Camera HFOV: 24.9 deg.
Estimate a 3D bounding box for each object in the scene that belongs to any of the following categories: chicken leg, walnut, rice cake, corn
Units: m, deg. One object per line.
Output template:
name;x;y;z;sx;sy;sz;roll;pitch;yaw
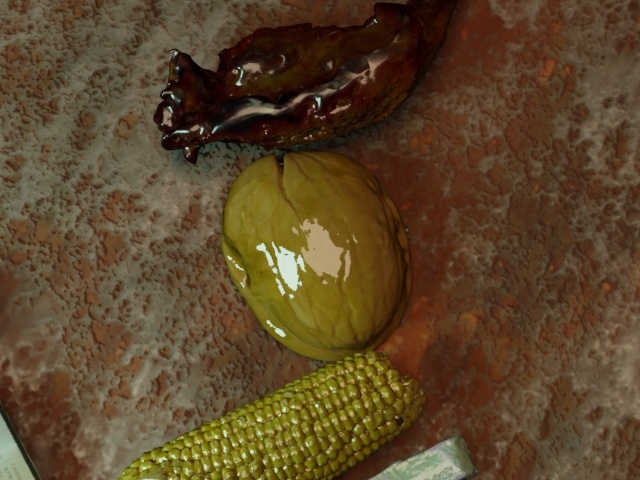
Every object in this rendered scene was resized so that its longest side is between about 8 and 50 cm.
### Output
chicken leg;0.033;-0.179;1.354;0.407;0.096;0.158;-32;56;-10
walnut;0.001;0.001;1.299;0.167;0.087;0.211;-25;75;-10
rice cake;0.039;0.231;1.257;0.211;0.034;0.043;-27;78;-7
corn;-0.046;0.181;1.239;0.293;0.106;0.106;-29;75;-7

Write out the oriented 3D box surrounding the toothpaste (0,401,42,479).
toothpaste;-0.307;0.176;1.262;0.089;0.071;0.313;-30;76;-5
